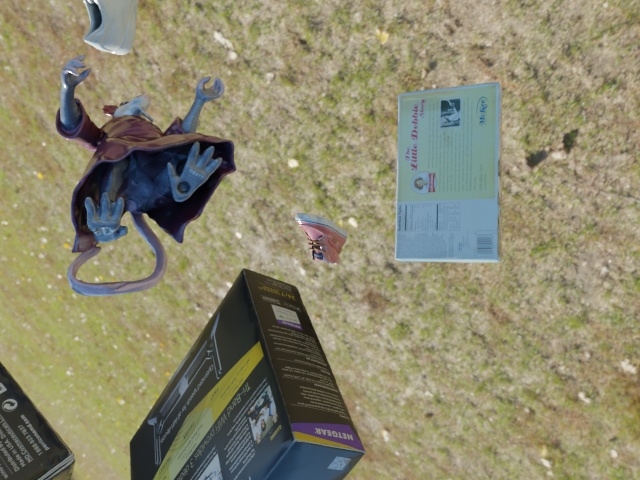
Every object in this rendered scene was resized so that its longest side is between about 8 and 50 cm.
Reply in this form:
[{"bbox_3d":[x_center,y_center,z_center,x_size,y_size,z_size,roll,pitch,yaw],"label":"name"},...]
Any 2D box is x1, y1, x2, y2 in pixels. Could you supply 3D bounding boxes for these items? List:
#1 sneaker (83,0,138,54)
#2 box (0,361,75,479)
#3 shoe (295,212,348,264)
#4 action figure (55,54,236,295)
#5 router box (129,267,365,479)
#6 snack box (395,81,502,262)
[{"bbox_3d":[-0.360,-0.433,0.958,0.080,0.094,0.212,15,102,31],"label":"sneaker"},{"bbox_3d":[-0.729,0.497,0.970,0.297,0.472,0.480,44,136,12],"label":"box"},{"bbox_3d":[0.000,0.000,1.167,0.064,0.081,0.178,9,171,30],"label":"shoe"},{"bbox_3d":[-0.262,-0.120,0.845,0.370,0.248,0.275,42,125,54],"label":"action figure"},{"bbox_3d":[-0.105,0.223,0.608,0.081,0.308,0.243,23,-157,-31],"label":"router box"},{"bbox_3d":[0.237,-0.121,1.039,0.187,0.060,0.321,0,85,24],"label":"snack box"}]
